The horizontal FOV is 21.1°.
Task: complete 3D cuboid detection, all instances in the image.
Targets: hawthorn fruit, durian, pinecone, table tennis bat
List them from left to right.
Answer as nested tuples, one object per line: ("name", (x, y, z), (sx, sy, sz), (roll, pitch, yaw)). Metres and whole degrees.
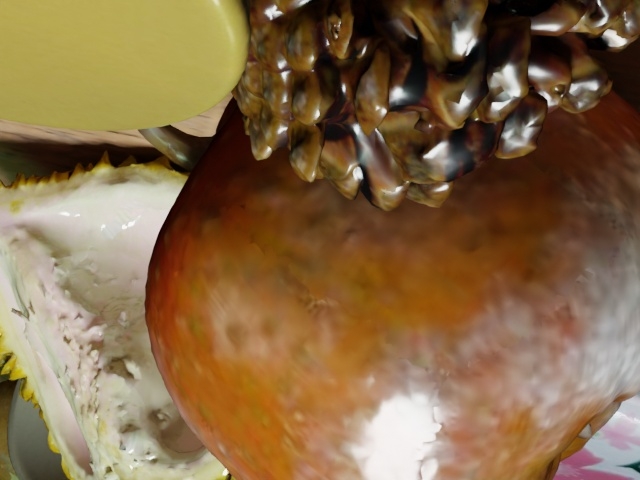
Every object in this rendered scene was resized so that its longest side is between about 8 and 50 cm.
("table tennis bat", (-0.155, -0.083, 0.559), (0.198, 0.050, 0.321), (31, 157, -35))
("durian", (-0.091, 0.058, 0.990), (0.250, 0.183, 0.138), (54, -178, 32))
("hawthorn fruit", (0.036, 0.019, 0.752), (0.263, 0.231, 0.235), (34, 130, 44))
("pinecone", (0.035, -0.090, 0.586), (0.173, 0.173, 0.173), (15, 158, 6))

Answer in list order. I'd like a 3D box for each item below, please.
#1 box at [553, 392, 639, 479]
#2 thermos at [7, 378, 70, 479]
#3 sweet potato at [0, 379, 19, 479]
("box", (0.175, 0.091, 0.956), (0.369, 0.112, 0.190), (18, 157, -3))
("thermos", (-0.078, 0.151, 1.281), (0.176, 0.146, 0.265), (-29, 143, 28))
("sweet potato", (-0.176, 0.207, 1.469), (0.158, 0.158, 0.370), (-2, 143, 41))
